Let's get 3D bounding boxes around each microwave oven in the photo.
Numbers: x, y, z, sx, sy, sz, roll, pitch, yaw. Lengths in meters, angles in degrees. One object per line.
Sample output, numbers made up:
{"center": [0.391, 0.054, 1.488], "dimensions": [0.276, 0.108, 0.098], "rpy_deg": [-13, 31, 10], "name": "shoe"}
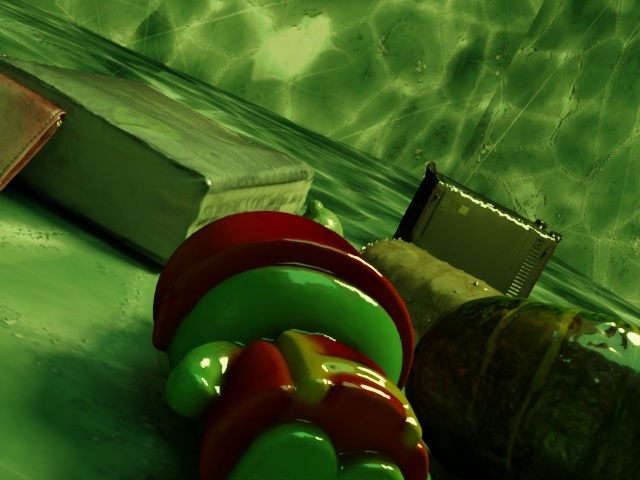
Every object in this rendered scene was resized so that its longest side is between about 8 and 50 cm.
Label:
{"center": [0.262, 0.001, 1.679], "dimensions": [0.247, 0.178, 0.188], "rpy_deg": [27, 13, -4], "name": "microwave oven"}

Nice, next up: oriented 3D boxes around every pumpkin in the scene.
{"center": [0.192, 0.159, 0.751], "dimensions": [0.260, 0.189, 0.260], "rpy_deg": [21, -12, 5], "name": "pumpkin"}

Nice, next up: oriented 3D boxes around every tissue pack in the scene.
{"center": [-0.195, -0.095, 1.137], "dimensions": [0.288, 0.124, 0.394], "rpy_deg": [30, 11, 11], "name": "tissue pack"}

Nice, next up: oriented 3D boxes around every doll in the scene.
{"center": [-0.029, 0.064, 0.673], "dimensions": [0.183, 0.160, 0.363], "rpy_deg": [22, 11, -20], "name": "doll"}
{"center": [0.000, 0.000, 1.357], "dimensions": [0.150, 0.077, 0.115], "rpy_deg": [29, 38, -81], "name": "doll"}

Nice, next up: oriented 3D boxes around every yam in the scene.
{"center": [0.140, 0.090, 1.077], "dimensions": [0.129, 0.128, 0.238], "rpy_deg": [-21, 31, -29], "name": "yam"}

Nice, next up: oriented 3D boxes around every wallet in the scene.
{"center": [-0.376, -0.136, 0.937], "dimensions": [0.232, 0.119, 0.025], "rpy_deg": [29, -27, 11], "name": "wallet"}
